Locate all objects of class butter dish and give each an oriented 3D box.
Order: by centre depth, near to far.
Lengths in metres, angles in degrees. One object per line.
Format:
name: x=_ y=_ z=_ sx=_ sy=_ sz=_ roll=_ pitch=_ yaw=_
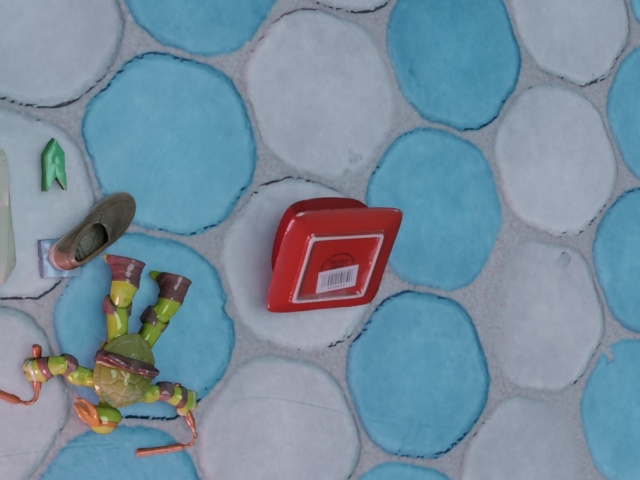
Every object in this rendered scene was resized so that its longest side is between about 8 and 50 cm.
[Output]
butter dish: x=0.000 y=0.000 z=1.401 sx=0.160 sy=0.118 sz=0.160 roll=-4 pitch=128 yaw=-28

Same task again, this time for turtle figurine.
turtle figurine: x=-0.239 y=0.130 z=1.285 sx=0.269 sy=0.087 sz=0.217 roll=19 pitch=78 yaw=-23

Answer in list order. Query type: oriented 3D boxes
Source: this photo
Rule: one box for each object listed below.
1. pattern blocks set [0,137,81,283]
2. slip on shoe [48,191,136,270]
pattern blocks set: x=-0.428 y=-0.026 z=1.223 sx=0.324 sy=0.026 sz=0.286 roll=-16 pitch=99 yaw=-28
slip on shoe: x=-0.256 y=-0.012 z=1.295 sx=0.135 sy=0.041 sz=0.051 roll=-41 pitch=118 yaw=-41
